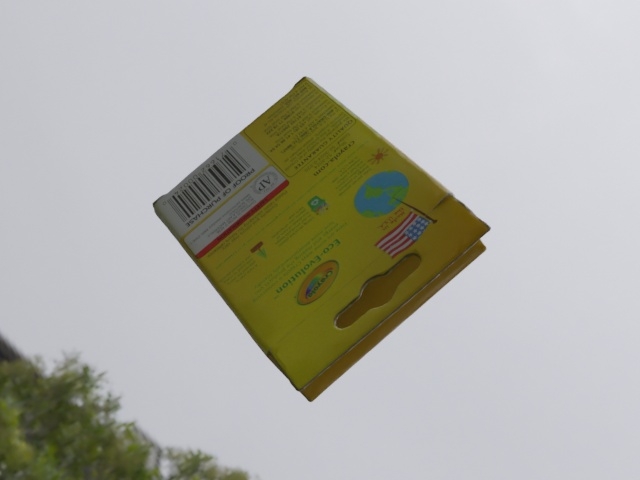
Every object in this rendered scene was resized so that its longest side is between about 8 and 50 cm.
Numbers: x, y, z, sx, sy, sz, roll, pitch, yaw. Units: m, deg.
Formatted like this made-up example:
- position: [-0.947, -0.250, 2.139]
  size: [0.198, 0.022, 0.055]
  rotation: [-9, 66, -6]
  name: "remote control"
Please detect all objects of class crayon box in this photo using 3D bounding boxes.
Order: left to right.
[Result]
- position: [0.000, 0.000, 1.020]
  size: [0.081, 0.202, 0.318]
  rotation: [52, -3, -40]
  name: "crayon box"
